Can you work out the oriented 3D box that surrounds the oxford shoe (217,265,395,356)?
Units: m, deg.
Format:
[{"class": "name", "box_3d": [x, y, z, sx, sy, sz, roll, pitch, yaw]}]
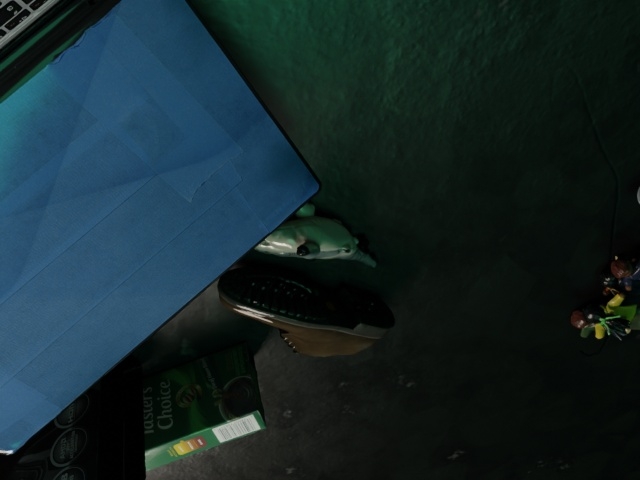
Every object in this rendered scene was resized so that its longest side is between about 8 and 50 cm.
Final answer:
[{"class": "oxford shoe", "box_3d": [-0.026, 0.096, 0.778, 0.227, 0.083, 0.096, 21, 123, -28]}]

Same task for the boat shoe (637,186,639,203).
[{"class": "boat shoe", "box_3d": [0.478, -0.081, 0.794, 0.183, 0.065, 0.083, -39, 126, 14]}]

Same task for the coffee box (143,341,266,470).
[{"class": "coffee box", "box_3d": [-0.164, 0.204, 0.801, 0.184, 0.113, 0.040, -19, 131, 1]}]

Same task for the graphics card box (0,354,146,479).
[{"class": "graphics card box", "box_3d": [-0.370, 0.277, 0.721, 0.371, 0.233, 0.094, -25, 129, 5]}]

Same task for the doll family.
[{"class": "doll family", "box_3d": [0.412, 0.073, 0.896, 0.111, 0.076, 0.193, 5, 121, -14]}]

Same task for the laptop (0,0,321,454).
[{"class": "laptop", "box_3d": [-0.193, -0.004, 0.398, 0.382, 0.408, 0.236, -41, 96, -3]}]

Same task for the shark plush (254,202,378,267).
[{"class": "shark plush", "box_3d": [0.000, 0.000, 0.748, 0.161, 0.073, 0.067, 2, 149, -43]}]

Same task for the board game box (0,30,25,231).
[{"class": "board game box", "box_3d": [-0.374, -0.120, 0.472, 0.305, 0.053, 0.193, 8, 116, -8]}]
